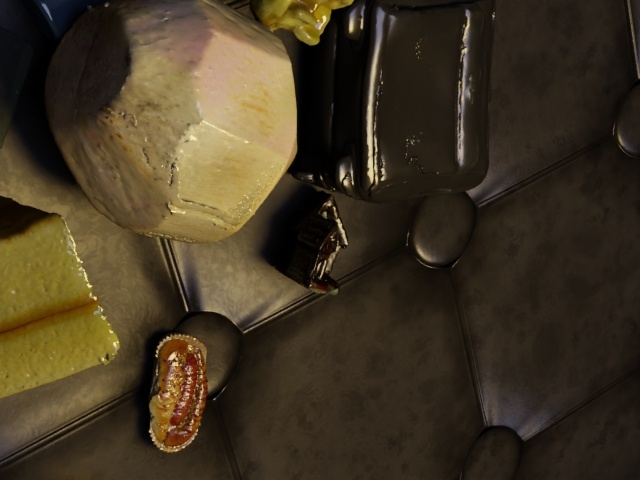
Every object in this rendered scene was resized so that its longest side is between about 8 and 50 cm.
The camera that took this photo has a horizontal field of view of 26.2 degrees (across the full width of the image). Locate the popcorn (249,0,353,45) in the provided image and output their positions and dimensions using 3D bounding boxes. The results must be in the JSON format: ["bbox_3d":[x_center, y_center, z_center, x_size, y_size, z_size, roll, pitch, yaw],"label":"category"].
[{"bbox_3d":[-0.040,-0.417,1.926,0.212,0.259,0.259,-40,128,16],"label":"popcorn"}]

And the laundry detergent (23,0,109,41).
[{"bbox_3d":[-0.304,-0.360,1.869,0.206,0.061,0.096,-41,115,-20],"label":"laundry detergent"}]

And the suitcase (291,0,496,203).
[{"bbox_3d":[0.131,-0.242,2.152,0.339,0.188,0.345,-10,108,-39],"label":"suitcase"}]

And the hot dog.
[{"bbox_3d":[-0.220,0.233,2.104,0.099,0.053,0.192,3,99,-32],"label":"hot dog"}]

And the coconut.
[{"bbox_3d":[-0.187,-0.163,1.853,0.353,0.353,0.352,-11,109,-33],"label":"coconut"}]

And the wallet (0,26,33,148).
[{"bbox_3d":[-0.497,-0.221,1.782,0.245,0.052,0.168,21,87,-44],"label":"wallet"}]

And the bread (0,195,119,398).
[{"bbox_3d":[-0.489,0.127,1.772,0.362,0.245,0.233,-35,122,-27],"label":"bread"}]

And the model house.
[{"bbox_3d":[0.002,0.001,2.146,0.106,0.165,0.152,16,94,-20],"label":"model house"}]
